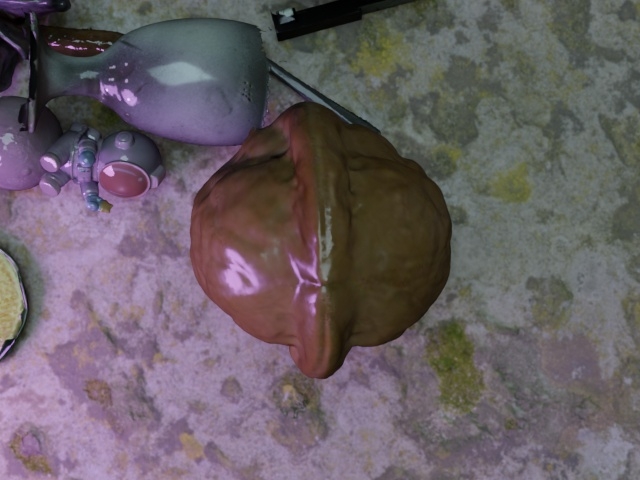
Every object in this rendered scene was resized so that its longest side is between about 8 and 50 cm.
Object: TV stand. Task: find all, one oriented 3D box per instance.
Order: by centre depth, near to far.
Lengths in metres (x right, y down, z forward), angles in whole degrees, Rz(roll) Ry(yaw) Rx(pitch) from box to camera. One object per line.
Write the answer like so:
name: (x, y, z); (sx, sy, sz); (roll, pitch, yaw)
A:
TV stand: (0.051, -0.366, 1.428); (0.257, 0.049, 0.040); (-15, 86, 1)

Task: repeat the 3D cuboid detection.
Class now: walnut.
walnut: (0.006, -0.004, 1.258); (0.384, 0.383, 0.383); (0, 88, 2)

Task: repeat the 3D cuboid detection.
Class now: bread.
bread: (-0.564, 0.097, 1.435); (0.229, 0.033, 0.228); (0, 90, 2)

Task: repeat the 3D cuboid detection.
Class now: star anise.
star anise: (-0.497, -0.396, 1.375); (0.316, 0.139, 0.359); (9, 113, 16)

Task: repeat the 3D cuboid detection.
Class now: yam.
yam: (-0.326, -0.300, 1.436); (0.241, 0.057, 0.056); (7, 88, 3)

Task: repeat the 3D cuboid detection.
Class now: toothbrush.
toothbrush: (-0.032, -0.239, 1.436); (0.297, 0.030, 0.030); (34, 82, 1)

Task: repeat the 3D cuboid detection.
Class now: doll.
doll: (-0.375, -0.131, 1.393); (0.287, 0.151, 0.150); (10, 88, -5)

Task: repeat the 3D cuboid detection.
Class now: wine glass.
wine glass: (-0.243, -0.227, 1.304); (0.357, 0.190, 0.190); (-2, 88, -19)
